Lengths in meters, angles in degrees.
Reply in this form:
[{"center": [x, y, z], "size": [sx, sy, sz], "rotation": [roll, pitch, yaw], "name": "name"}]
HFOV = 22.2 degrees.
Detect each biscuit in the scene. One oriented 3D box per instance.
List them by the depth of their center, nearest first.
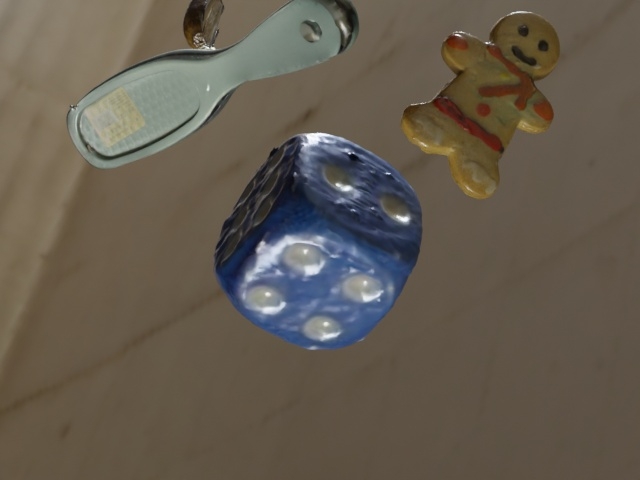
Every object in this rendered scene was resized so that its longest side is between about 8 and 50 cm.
[{"center": [0.191, -0.168, 1.825], "size": [0.234, 0.153, 0.030], "rotation": [-50, -175, -24], "name": "biscuit"}]

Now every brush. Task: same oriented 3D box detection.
[{"center": [-0.074, -0.124, 1.205], "size": [0.297, 0.068, 0.060], "rotation": [-19, -166, 41], "name": "brush"}]

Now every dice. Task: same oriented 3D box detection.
[{"center": [0.000, 0.000, 1.452], "size": [0.146, 0.146, 0.143], "rotation": [-47, -159, 34], "name": "dice"}]

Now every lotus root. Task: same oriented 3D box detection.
[{"center": [-0.115, -0.213, 1.562], "size": [0.030, 0.037, 0.083], "rotation": [-9, -143, 15], "name": "lotus root"}]
